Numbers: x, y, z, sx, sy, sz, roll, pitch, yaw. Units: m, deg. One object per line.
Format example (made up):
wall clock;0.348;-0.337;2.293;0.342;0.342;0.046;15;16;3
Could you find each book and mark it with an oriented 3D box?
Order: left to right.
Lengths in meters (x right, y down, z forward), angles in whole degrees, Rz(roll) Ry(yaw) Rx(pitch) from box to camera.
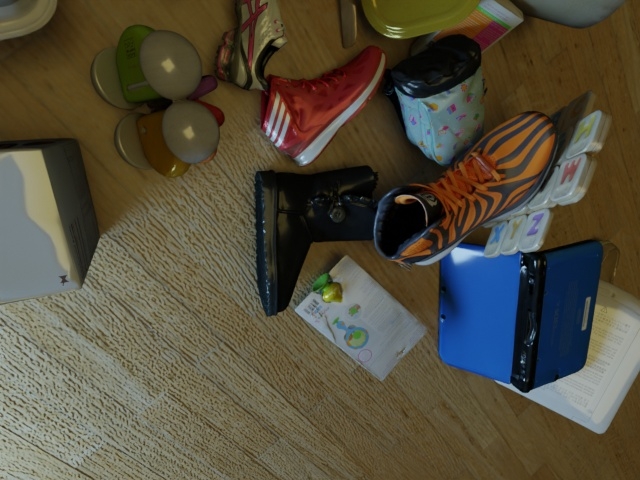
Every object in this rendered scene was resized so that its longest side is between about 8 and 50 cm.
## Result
book;0.229;-0.328;0.659;0.096;0.144;0.035;18;64;-27

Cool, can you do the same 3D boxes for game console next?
game console;0.400;0.135;0.848;0.250;0.173;0.292;-11;110;-19

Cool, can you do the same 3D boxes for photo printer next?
photo printer;0.568;0.231;0.925;0.256;0.107;0.307;25;96;12

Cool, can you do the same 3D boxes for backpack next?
backpack;0.193;-0.213;0.671;0.152;0.115;0.182;-25;139;0

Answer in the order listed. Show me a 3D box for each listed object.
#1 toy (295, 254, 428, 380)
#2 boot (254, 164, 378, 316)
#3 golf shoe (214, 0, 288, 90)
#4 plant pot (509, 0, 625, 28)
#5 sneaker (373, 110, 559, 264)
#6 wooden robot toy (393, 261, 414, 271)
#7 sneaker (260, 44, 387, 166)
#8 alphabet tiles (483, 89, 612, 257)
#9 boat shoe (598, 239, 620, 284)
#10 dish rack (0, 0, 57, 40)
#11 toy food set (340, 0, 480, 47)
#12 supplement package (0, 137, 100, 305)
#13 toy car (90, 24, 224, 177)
toy;0.077;0.144;0.783;0.237;0.056;0.137;42;90;-22
boot;0.000;0.000;0.684;0.207;0.094;0.246;-3;101;-18
golf shoe;-0.078;-0.299;0.566;0.086;0.067;0.186;20;104;2
plant pot;0.296;-0.462;0.604;0.274;0.256;0.256;1;106;-5
sneaker;0.211;-0.070;0.628;0.321;0.124;0.180;-50;153;23
wooden robot toy;0.213;-0.013;0.779;0.173;0.079;0.076;-44;117;-5
sneaker;-0.004;-0.231;0.620;0.128;0.087;0.221;37;88;-28
alphabet tiles;0.359;-0.104;0.699;0.021;0.284;0.277;25;82;-1
boat shoe;0.676;0.151;1.009;0.109;0.098;0.302;7;103;-24
dish rack;-0.452;-0.290;0.345;0.333;0.072;0.285;-28;93;-23
toy food set;0.135;-0.370;0.606;0.071;0.218;0.128;-47;131;-50
supplement package;-0.375;-0.028;0.460;0.194;0.203;0.149;-11;110;-20
toy car;-0.190;-0.181;0.539;0.136;0.159;0.181;-36;121;-48
